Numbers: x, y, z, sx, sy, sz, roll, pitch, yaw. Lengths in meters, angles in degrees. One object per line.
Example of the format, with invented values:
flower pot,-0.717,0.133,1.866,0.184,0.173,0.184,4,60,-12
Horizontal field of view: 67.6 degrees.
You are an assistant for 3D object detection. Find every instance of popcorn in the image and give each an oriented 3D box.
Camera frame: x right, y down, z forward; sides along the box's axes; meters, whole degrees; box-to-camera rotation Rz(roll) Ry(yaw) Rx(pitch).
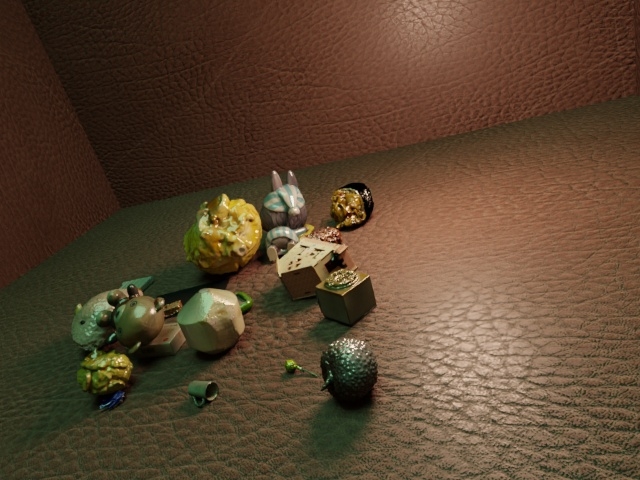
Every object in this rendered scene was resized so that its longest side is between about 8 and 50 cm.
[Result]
popcorn,-0.743,0.445,1.647,0.168,0.173,0.195,-29,10,-23
popcorn,-0.449,-0.011,2.265,0.354,0.390,0.344,-2,54,-37

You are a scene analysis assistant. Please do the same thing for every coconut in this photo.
coconut,-0.386,0.275,1.688,0.241,0.241,0.241,-15,23,6

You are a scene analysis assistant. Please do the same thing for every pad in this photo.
pad,-0.597,0.267,2.140,0.367,0.007,0.247,-15,22,6

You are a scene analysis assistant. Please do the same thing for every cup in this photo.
cup,-0.362,0.469,1.467,0.083,0.075,0.054,-6,-11,34

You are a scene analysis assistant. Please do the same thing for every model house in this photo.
model house,-0.041,0.124,1.887,0.244,0.169,0.326,-38,28,-26

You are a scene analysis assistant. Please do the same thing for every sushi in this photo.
sushi,0.147,-0.168,2.379,0.200,0.213,0.204,-29,-3,39

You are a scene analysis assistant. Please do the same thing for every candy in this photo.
candy,-0.057,0.391,1.444,0.123,0.035,0.035,10,45,33

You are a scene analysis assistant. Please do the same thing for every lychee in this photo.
lychee,0.069,0.345,1.277,0.197,0.165,0.165,-9,14,-37

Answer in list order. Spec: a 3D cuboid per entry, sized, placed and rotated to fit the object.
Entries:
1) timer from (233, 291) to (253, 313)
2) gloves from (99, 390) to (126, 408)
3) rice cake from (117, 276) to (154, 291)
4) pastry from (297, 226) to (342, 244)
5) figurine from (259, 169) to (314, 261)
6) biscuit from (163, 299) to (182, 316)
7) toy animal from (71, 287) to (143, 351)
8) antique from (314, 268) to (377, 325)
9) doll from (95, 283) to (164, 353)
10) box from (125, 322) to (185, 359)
timer,-0.341,0.262,1.913,0.128,0.047,0.140,-30,26,-23
gloves,-0.689,0.530,1.578,0.086,0.026,0.064,-16,24,4
rice cake,-0.961,0.251,2.395,0.189,0.037,0.198,-11,23,15
pastry,0.001,0.001,2.199,0.208,0.097,0.115,-20,40,-9
figurine,-0.209,-0.144,2.323,0.266,0.378,0.361,-15,22,7
biscuit,-0.693,0.313,2.051,0.199,0.034,0.064,-19,22,-2
toy animal,-0.906,0.314,2.021,0.226,0.188,0.358,1,29,30
antique,0.085,0.187,1.649,0.152,0.148,0.146,-31,28,-35
doll,-0.711,0.300,1.806,0.330,0.174,0.235,6,62,48
box,-0.618,0.382,1.824,0.201,0.058,0.141,-11,23,17
